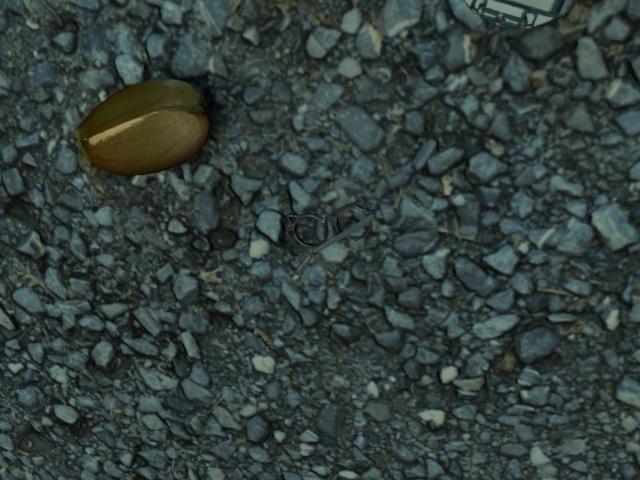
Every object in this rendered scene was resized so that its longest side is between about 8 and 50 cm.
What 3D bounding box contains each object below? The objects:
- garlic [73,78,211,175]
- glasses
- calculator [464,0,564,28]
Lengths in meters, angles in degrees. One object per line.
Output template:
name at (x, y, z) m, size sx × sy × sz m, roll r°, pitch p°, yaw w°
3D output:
garlic at (-0.224, -0.164, 0.895) m, size 0.206 × 0.128 × 0.115 m, roll -15°, pitch 66°, yaw 20°
glasses at (0.000, 0.000, 0.902) m, size 0.139 × 0.104 × 0.063 m, roll -9°, pitch 113°, yaw 25°
calculator at (0.231, -0.336, 0.703) m, size 0.121 × 0.039 × 0.210 m, roll 19°, pitch 119°, yaw 6°
